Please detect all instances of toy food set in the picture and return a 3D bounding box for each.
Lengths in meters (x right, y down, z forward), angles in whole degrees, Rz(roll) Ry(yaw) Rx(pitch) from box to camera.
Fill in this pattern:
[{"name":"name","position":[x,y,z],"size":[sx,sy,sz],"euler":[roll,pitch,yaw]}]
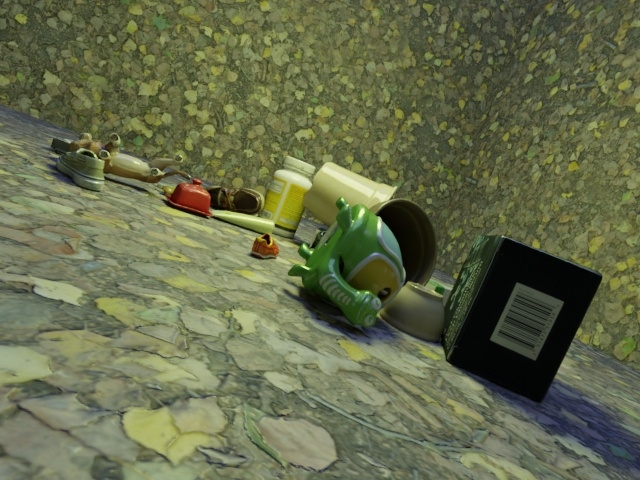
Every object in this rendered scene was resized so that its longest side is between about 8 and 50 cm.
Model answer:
[{"name":"toy food set","position":[-0.571,-0.185,1.711],"size":[0.192,0.038,0.132],"euler":[27,7,41]}]

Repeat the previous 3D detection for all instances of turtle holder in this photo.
[{"name":"turtle holder","position":[0.086,0.050,0.981],"size":[0.227,0.243,0.320],"euler":[38,-6,-9]}]

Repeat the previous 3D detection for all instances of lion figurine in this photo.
[{"name":"lion figurine","position":[-0.688,-0.272,1.532],"size":[0.392,0.142,0.240],"euler":[24,-23,-29]}]

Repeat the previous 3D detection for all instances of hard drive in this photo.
[{"name":"hard drive","position":[-0.933,-0.352,1.812],"size":[0.237,0.064,0.339],"euler":[21,6,-1]}]

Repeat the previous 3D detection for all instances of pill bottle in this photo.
[{"name":"pill bottle","position":[-0.148,-0.194,1.895],"size":[0.188,0.334,0.188],"euler":[22,6,-2]}]

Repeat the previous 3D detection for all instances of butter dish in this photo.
[{"name":"butter dish","position":[-0.464,-0.167,1.541],"size":[0.160,0.118,0.160],"euler":[19,6,-33]}]

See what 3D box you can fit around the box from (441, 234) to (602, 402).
[{"name":"box","position":[0.453,0.156,1.052],"size":[0.212,0.293,0.395],"euler":[23,5,12]}]

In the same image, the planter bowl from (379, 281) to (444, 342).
[{"name":"planter bowl","position":[0.246,0.171,1.076],"size":[0.162,0.109,0.162],"euler":[21,6,-2]}]

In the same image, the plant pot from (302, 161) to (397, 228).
[{"name":"plant pot","position":[0.104,-0.161,1.783],"size":[0.305,0.334,0.334],"euler":[33,7,6]}]

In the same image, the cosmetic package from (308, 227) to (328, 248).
[{"name":"cosmetic package","position":[0.000,0.000,1.822],"size":[0.060,0.099,0.239],"euler":[23,5,3]}]

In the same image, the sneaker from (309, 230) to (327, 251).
[{"name":"sneaker","position":[0.005,0.023,1.497],"size":[0.079,0.121,0.217],"euler":[22,6,-5]}]

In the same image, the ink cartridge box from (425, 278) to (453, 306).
[{"name":"ink cartridge box","position":[0.452,0.205,1.642],"size":[0.208,0.087,0.153],"euler":[18,7,-30]}]

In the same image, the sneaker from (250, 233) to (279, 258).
[{"name":"sneaker","position":[-0.154,0.014,1.261],"size":[0.064,0.067,0.175],"euler":[21,4,4]}]

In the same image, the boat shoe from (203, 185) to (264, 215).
[{"name":"boat shoe","position":[-0.407,-0.181,1.877],"size":[0.342,0.123,0.123],"euler":[15,12,27]}]

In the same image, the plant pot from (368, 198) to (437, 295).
[{"name":"plant pot","position":[0.189,0.027,1.461],"size":[0.323,0.323,0.280],"euler":[18,-10,-31]}]

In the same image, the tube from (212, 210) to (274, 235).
[{"name":"tube","position":[-0.301,-0.078,1.650],"size":[0.240,0.062,0.070],"euler":[15,-33,-19]}]

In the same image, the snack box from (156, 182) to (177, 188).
[{"name":"snack box","position":[-0.664,-0.234,1.916],"size":[0.064,0.022,0.178],"euler":[22,6,6]}]

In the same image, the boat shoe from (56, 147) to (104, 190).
[{"name":"boat shoe","position":[-0.719,-0.231,1.299],"size":[0.302,0.094,0.109],"euler":[27,8,41]}]
